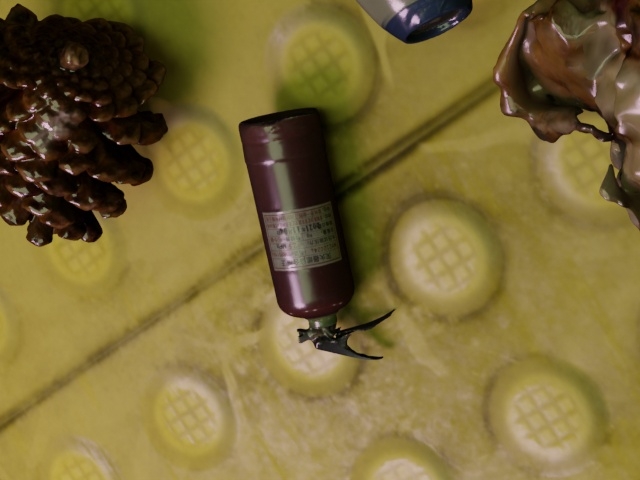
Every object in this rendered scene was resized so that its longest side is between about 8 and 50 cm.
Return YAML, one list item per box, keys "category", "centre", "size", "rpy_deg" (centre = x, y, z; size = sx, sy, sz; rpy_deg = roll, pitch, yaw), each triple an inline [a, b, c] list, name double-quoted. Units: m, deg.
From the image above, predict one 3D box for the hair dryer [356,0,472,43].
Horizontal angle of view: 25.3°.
- category: "hair dryer"
  centre: [0.070, -0.344, 1.085]
  size: [0.296, 0.119, 0.298]
  rpy_deg: [47, 114, 17]

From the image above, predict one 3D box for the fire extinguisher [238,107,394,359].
- category: "fire extinguisher"
  centre: [0.000, 0.000, 1.234]
  size: [0.099, 0.071, 0.231]
  rpy_deg: [-14, 100, 0]

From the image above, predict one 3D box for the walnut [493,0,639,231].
- category: "walnut"
  centre: [0.253, -0.102, 1.021]
  size: [0.238, 0.141, 0.204]
  rpy_deg: [53, 156, 20]

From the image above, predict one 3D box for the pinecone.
- category: "pinecone"
  centre: [-0.234, -0.092, 1.259]
  size: [0.185, 0.168, 0.212]
  rpy_deg: [32, 115, 12]
